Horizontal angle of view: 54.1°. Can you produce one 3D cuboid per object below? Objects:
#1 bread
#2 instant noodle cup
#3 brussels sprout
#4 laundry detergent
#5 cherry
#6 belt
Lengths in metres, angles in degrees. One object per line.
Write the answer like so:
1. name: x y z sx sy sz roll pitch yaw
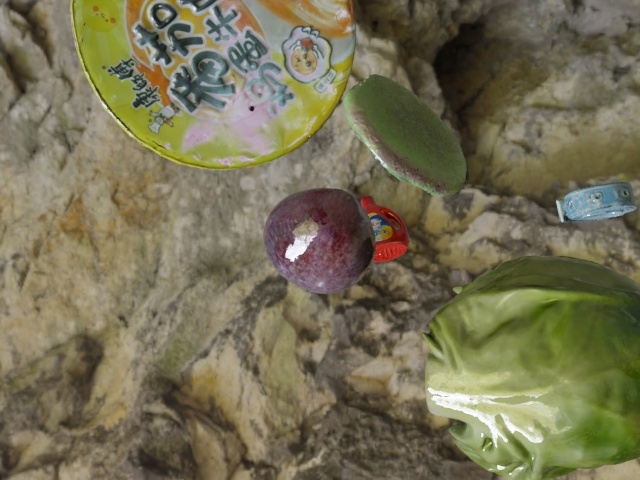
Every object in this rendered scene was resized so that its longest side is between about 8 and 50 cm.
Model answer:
1. bread: 0.173 -0.203 1.191 0.301 0.045 0.302 25 -138 -24
2. instant noodle cup: -0.116 -0.209 0.659 0.264 0.265 0.200 -6 -167 -17
3. brussels sprout: 0.411 0.197 1.059 0.360 0.343 0.425 -17 -170 40
4. laundry detergent: 0.120 -0.033 1.275 0.097 0.049 0.165 -14 -134 0
5. cherry: 0.004 0.002 0.918 0.176 0.176 0.140 17 -118 30
6. belt: 0.717 -0.101 1.612 0.162 0.082 0.147 -3 165 -20
